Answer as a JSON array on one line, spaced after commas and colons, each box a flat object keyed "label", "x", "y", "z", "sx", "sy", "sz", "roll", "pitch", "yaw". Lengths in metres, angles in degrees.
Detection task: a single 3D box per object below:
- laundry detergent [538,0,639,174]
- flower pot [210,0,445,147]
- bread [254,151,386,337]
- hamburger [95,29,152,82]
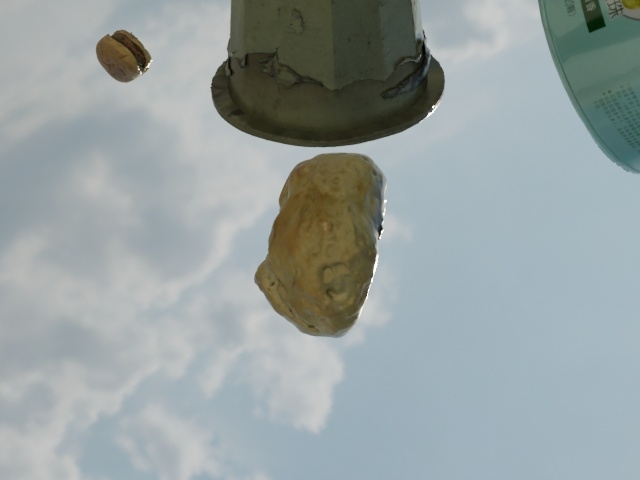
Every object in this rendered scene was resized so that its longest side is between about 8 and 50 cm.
[{"label": "laundry detergent", "x": 0.425, "y": -0.248, "z": 1.661, "sx": 0.305, "sy": 0.287, "sz": 0.287, "roll": -21, "pitch": -155, "yaw": 33}, {"label": "flower pot", "x": 0.001, "y": -0.211, "z": 1.378, "sx": 0.212, "sy": 0.203, "sz": 0.212, "roll": -3, "pitch": -142, "yaw": 2}, {"label": "bread", "x": 0.000, "y": 0.000, "z": 1.976, "sx": 0.244, "sy": 0.134, "sz": 0.244, "roll": -165, "pitch": -90, "yaw": -87}, {"label": "hamburger", "x": -0.273, "y": -0.253, "z": 2.217, "sx": 0.044, "sy": 0.076, "sz": 0.083, "roll": -43, "pitch": -175, "yaw": -24}]
